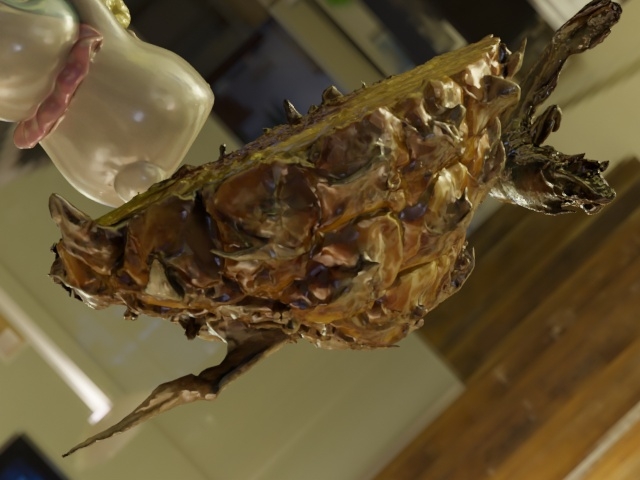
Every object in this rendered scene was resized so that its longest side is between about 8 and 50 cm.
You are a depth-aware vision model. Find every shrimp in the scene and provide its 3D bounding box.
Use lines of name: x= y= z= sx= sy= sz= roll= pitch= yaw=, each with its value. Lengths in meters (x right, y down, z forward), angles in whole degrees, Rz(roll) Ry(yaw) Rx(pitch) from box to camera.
shrimp: x=0.160 y=-0.085 z=1.072 sx=0.148 sy=0.035 sz=0.195 roll=-59 pitch=-161 yaw=1

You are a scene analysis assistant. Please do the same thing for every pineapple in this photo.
pineapple: x=0.002 y=0.005 z=0.963 sx=0.335 sy=0.158 sz=0.161 roll=-20 pitch=-168 yaw=-18

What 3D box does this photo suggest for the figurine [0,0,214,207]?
figurine: x=-0.199 y=-0.134 z=1.247 sx=0.127 sy=0.235 sz=0.155 roll=-42 pitch=-161 yaw=46
